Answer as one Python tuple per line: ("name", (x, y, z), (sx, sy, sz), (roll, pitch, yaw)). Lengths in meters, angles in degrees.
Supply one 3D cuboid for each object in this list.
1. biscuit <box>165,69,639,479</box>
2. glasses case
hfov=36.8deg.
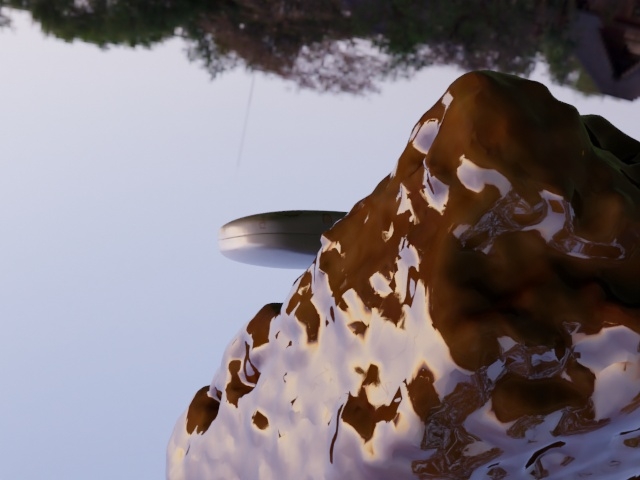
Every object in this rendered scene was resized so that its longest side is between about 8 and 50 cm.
("biscuit", (0.149, 0.113, 0.569), (0.395, 0.343, 0.166), (15, -136, -30))
("glasses case", (0.000, 0.000, 0.692), (0.164, 0.041, 0.063), (1, 174, -43))
